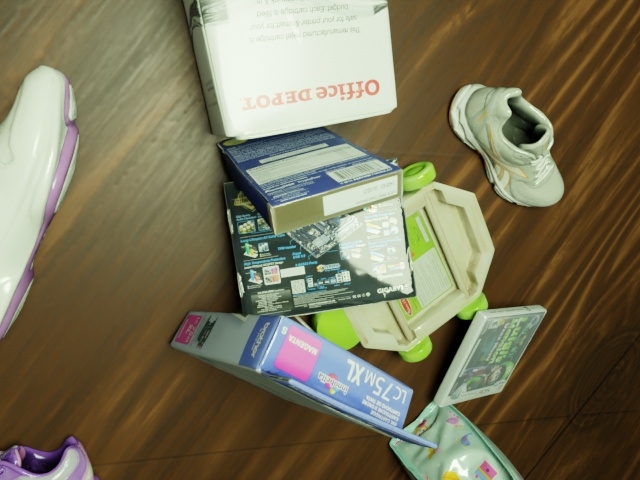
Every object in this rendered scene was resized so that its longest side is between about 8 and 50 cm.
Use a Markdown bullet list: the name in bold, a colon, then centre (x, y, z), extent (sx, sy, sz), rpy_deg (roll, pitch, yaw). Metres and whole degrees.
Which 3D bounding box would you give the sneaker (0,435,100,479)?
- **sneaker**: centre (-0.384, 0.299, 0.524), extent (0.236, 0.095, 0.105), rpy_deg (-7, 99, -26)

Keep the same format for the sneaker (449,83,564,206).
- **sneaker**: centre (0.311, -0.131, 0.683), extent (0.262, 0.121, 0.099), rpy_deg (36, 89, -26)

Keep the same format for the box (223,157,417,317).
- **box**: centre (0.000, 0.000, 0.566), extent (0.220, 0.051, 0.175), rpy_deg (-9, 91, -1)

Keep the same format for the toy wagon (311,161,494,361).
- **toy wagon**: centre (0.109, 0.058, 0.677), extent (0.344, 0.068, 0.267), rpy_deg (-33, 113, -11)

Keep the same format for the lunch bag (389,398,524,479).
- **lunch bag**: centre (0.265, 0.426, 0.724), extent (0.160, 0.262, 0.224), rpy_deg (-38, 115, -10)

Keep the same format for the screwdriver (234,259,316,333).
- **screwdriver**: centre (-0.055, 0.084, 0.600), extent (0.025, 0.024, 0.170), rpy_deg (-40, 85, -21)

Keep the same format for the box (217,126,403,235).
- **box**: centre (-0.026, -0.083, 0.504), extent (0.136, 0.225, 0.037), rpy_deg (-18, 123, -17)

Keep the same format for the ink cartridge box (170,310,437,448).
- **ink cartridge box**: centre (-0.035, 0.145, 0.507), extent (0.185, 0.311, 0.065), rpy_deg (35, 68, -26)

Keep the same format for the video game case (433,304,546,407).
- **video game case**: centre (0.294, 0.198, 0.772), extent (0.173, 0.022, 0.191), rpy_deg (2, 117, -34)

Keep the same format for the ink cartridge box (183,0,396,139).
- **ink cartridge box**: centre (-0.044, -0.274, 0.500), extent (0.210, 0.121, 0.290), rpy_deg (-14, 108, -19)

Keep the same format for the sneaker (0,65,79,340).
- **sneaker**: centre (-0.343, -0.038, 0.438), extent (0.152, 0.114, 0.305), rpy_deg (23, 93, -27)
